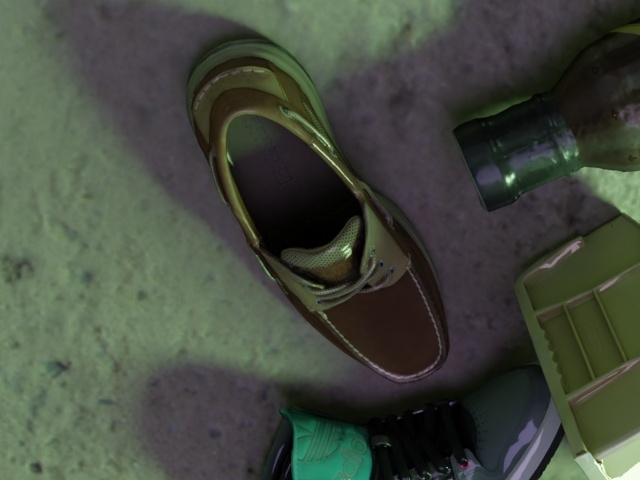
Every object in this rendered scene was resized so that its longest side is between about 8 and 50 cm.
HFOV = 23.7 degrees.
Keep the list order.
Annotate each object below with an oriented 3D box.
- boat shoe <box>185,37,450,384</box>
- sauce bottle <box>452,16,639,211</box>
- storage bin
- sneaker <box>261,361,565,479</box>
[{"bbox_3d":[0.000,0.000,1.168,0.123,0.116,0.324,-32,117,11],"label":"boat shoe"},{"bbox_3d":[0.267,-0.121,1.135,0.344,0.111,0.111,-23,118,6],"label":"sauce bottle"},{"bbox_3d":[0.283,0.148,1.197,0.123,0.260,0.262,-32,117,12],"label":"storage bin"},{"bbox_3d":[0.053,0.179,1.275,0.178,0.124,0.295,33,112,-31],"label":"sneaker"}]
